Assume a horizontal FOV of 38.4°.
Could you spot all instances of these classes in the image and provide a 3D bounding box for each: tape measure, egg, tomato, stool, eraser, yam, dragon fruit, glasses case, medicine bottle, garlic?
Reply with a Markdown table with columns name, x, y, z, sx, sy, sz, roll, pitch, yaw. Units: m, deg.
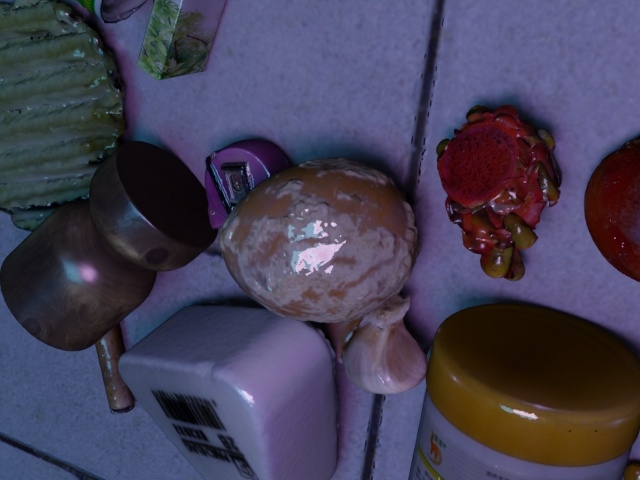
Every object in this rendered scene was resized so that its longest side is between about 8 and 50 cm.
| name | x | y | z | sx | sy | sz | roll | pitch | yaw |
| --- | --- | --- | --- | --- | --- | --- | --- | --- | --- |
| tape measure | -0.095 | -0.070 | 1.218 | 0.118 | 0.074 | 0.125 | -3 | 108 | 29 |
| egg | 0.000 | 0.000 | 1.112 | 0.245 | 0.203 | 0.204 | -4 | 107 | 4 |
| tomato | 0.368 | -0.028 | 0.963 | 0.189 | 0.099 | 0.173 | -23 | 94 | 31 |
| stool | -0.294 | 0.012 | 1.271 | 0.264 | 0.179 | 0.179 | -39 | 87 | 24 |
| eraser | -0.100 | 0.207 | 1.225 | 0.331 | 0.150 | 0.331 | 28 | 138 | 29 |
| yam | -0.337 | 0.148 | 1.447 | 0.046 | 0.046 | 0.264 | -1 | 106 | 29 |
| dragon fruit | 0.202 | -0.047 | 1.037 | 0.133 | 0.150 | 0.208 | 20 | 127 | 54 |
| glasses case | -0.156 | -0.337 | 1.144 | 0.062 | 0.095 | 0.272 | 34 | 120 | 20 |
| medicine bottle | 0.229 | 0.225 | 1.047 | 0.237 | 0.238 | 0.232 | 18 | 116 | 23 |
| garlic | 0.070 | 0.130 | 1.180 | 0.174 | 0.124 | 0.099 | 25 | 153 | 54 |

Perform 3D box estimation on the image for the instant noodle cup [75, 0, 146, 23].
| name | x | y | z | sx | sy | sz | roll | pitch | yaw |
| --- | --- | --- | --- | --- | --- | --- | --- | --- | --- |
| instant noodle cup | -0.316 | -0.400 | 1.160 | 0.232 | 0.207 | 0.207 | 41 | 122 | 2 |

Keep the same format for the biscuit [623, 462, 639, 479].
| name | x | y | z | sx | sy | sz | roll | pitch | yaw |
| --- | --- | --- | --- | --- | --- | --- | --- | --- | --- |
| biscuit | 0.448 | 0.361 | 1.094 | 0.174 | 0.039 | 0.184 | 5 | 109 | 26 |

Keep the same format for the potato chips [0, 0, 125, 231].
| name | x | y | z | sx | sy | sz | roll | pitch | yaw |
| --- | --- | --- | --- | --- | --- | --- | --- | --- | --- |
| potato chips | -0.452 | -0.185 | 1.383 | 0.429 | 0.070 | 0.359 | -2 | 104 | 28 |
